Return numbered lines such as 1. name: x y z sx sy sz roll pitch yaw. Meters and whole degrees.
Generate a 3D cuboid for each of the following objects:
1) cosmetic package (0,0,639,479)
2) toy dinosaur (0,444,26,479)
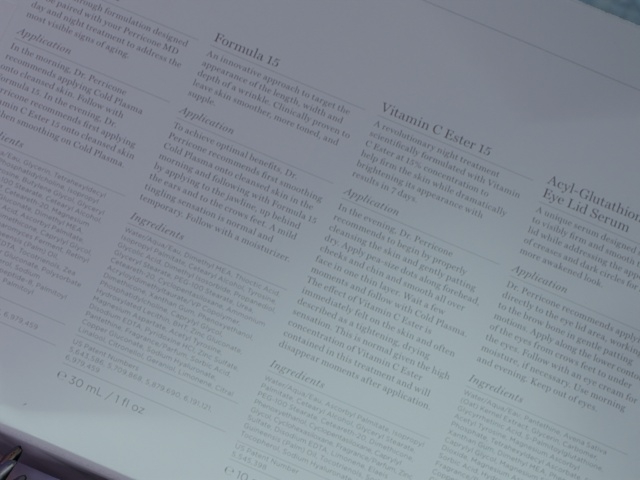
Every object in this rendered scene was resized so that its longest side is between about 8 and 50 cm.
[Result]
1. cosmetic package: 0.000 0.000 0.880 0.377 0.097 0.284 23 75 2
2. toy dinosaur: -0.066 0.178 0.805 0.200 0.296 0.127 9 70 34
